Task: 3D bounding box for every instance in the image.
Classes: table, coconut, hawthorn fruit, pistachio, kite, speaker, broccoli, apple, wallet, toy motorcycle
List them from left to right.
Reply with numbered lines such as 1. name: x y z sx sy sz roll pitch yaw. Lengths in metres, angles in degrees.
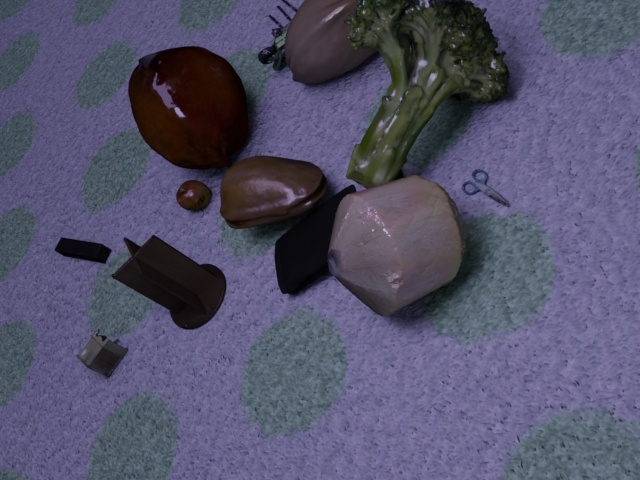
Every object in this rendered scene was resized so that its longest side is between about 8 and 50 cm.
1. speaker: -0.653 0.026 2.188 0.191 0.040 0.046 7 66 39
2. table: -0.526 0.271 1.921 0.062 0.079 0.083 31 82 41
3. table: -0.348 0.083 1.803 0.167 0.227 0.167 -18 54 27
4. hawthorn fruit: -0.328 -0.322 1.996 0.308 0.308 0.324 -12 65 30
5. apple: -0.320 -0.112 2.009 0.084 0.071 0.083 -26 46 30
6. pistachio: -0.100 -0.118 1.793 0.261 0.162 0.212 -5 47 23
7. kite: -0.080 -0.588 2.157 0.127 0.016 0.229 -43 47 2
8. toy motorcycle: -0.070 -0.507 2.043 0.190 0.106 0.074 -32 73 21
9. wallet: 0.000 0.000 1.700 0.245 0.052 0.168 -36 42 28
10. pistachio: 0.033 -0.500 1.904 0.332 0.207 0.226 -41 2 28
11. coconut: 0.127 0.010 1.483 0.244 0.239 0.239 -24 43 -21
12. broccoli: 0.211 -0.297 1.601 0.353 0.396 0.275 -5 12 -9

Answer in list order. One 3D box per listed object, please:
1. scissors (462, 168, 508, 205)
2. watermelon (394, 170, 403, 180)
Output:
1. scissors: 0.327 -0.097 1.564 0.058 0.014 0.119 -50 43 6
2. watermelon: 0.118 -0.119 1.688 0.092 0.075 0.181 7 70 43
